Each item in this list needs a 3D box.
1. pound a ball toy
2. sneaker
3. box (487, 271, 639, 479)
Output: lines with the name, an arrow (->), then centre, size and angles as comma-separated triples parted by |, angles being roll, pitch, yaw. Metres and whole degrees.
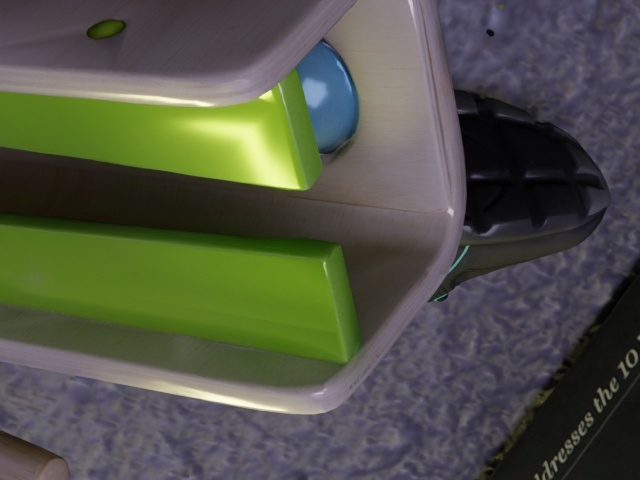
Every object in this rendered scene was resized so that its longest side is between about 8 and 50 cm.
pound a ball toy -> -0.106, -0.014, 0.625 | 0.136, 0.319, 0.208 | -50, 136, -43
sneaker -> 0.000, 0.000, 0.768 | 0.267, 0.101, 0.106 | -6, 135, -12
box -> 0.383, 0.115, 0.738 | 0.297, 0.472, 0.480 | 26, 106, -32
